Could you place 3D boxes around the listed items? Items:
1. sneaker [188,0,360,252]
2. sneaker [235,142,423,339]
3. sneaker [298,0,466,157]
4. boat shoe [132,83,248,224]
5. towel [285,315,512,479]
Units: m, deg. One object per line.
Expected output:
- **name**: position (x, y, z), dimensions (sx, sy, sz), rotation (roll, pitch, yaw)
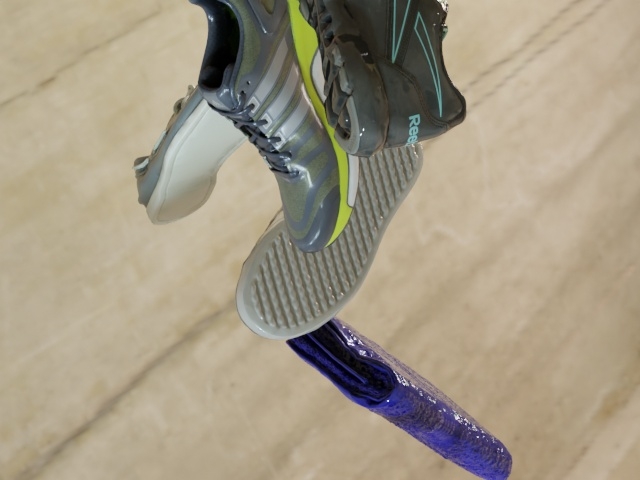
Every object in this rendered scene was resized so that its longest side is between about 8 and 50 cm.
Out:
- **sneaker**: position (-0.053, -0.128, 1.271), dimensions (0.121, 0.300, 0.111), rotation (-21, -168, -32)
- **sneaker**: position (0.000, 0.000, 1.546), dimensions (0.321, 0.126, 0.127), rotation (-50, -170, -30)
- **sneaker**: position (0.040, -0.193, 1.084), dimensions (0.106, 0.267, 0.101), rotation (-9, 163, -13)
- **boat shoe**: position (-0.160, -0.134, 1.623), dimensions (0.116, 0.099, 0.319), rotation (-17, 159, -31)
- **towel**: position (0.096, 0.202, 1.697), dimensions (0.076, 0.308, 0.227), rotation (-52, -136, 1)
